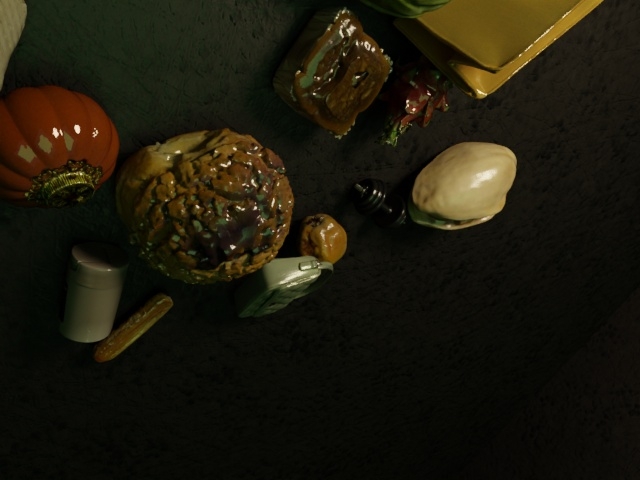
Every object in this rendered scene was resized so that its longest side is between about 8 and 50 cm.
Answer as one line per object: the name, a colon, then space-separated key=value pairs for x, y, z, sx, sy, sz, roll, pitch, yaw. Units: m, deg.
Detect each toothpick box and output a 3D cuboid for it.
toothpick box: x=-0.463 y=0.103 z=0.992 sx=0.111 sy=0.111 sz=0.181 roll=8 pitch=116 yaw=-33

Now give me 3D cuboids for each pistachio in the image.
pistachio: x=0.368 y=-0.143 z=1.267 sx=0.317 sy=0.214 sz=0.193 roll=-23 pitch=166 yaw=-17

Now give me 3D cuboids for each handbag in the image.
handbag: x=0.375 y=-0.504 z=0.994 sx=0.401 sy=0.283 sz=0.133 roll=-41 pitch=166 yaw=-6
handbag: x=-0.078 y=0.111 z=1.172 sx=0.219 sy=0.079 sz=0.256 roll=-6 pitch=158 yaw=-29

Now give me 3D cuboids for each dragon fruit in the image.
dragon fruit: x=0.195 y=-0.312 z=1.090 sx=0.135 sy=0.137 sz=0.236 roll=32 pitch=106 yaw=-39

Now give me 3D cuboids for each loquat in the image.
loquat: x=0.000 y=0.000 z=1.193 sx=0.137 sy=0.113 sz=0.137 roll=-6 pitch=115 yaw=-14

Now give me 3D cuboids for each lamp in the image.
lamp: x=-0.443 y=-0.148 z=0.790 sx=0.223 sy=0.197 sz=0.223 roll=-32 pitch=168 yaw=-8

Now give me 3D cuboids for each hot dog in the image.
hot dog: x=-0.428 y=0.195 z=1.112 sx=0.215 sy=0.047 sz=0.066 roll=-42 pitch=145 yaw=-1

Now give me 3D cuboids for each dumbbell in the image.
dumbbell: x=0.151 y=-0.090 z=1.228 sx=0.208 sy=0.099 sz=0.099 roll=32 pitch=100 yaw=-38

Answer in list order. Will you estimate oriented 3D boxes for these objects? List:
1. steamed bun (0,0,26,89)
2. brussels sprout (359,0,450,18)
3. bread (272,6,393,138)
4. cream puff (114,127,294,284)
steamed bun: x=-0.544 y=-0.300 z=0.568 sx=0.254 sy=0.368 sz=0.342 roll=9 pitch=144 yaw=-8
brussels sprout: x=0.146 y=-0.543 z=0.829 sx=0.327 sy=0.247 sz=0.328 roll=-13 pitch=158 yaw=-5
bread: x=0.028 y=-0.338 z=0.995 sx=0.192 sy=0.110 sz=0.210 roll=33 pitch=99 yaw=-41
cream puff: x=-0.215 y=-0.058 z=0.956 sx=0.342 sy=0.231 sz=0.327 roll=19 pitch=111 yaw=-37
